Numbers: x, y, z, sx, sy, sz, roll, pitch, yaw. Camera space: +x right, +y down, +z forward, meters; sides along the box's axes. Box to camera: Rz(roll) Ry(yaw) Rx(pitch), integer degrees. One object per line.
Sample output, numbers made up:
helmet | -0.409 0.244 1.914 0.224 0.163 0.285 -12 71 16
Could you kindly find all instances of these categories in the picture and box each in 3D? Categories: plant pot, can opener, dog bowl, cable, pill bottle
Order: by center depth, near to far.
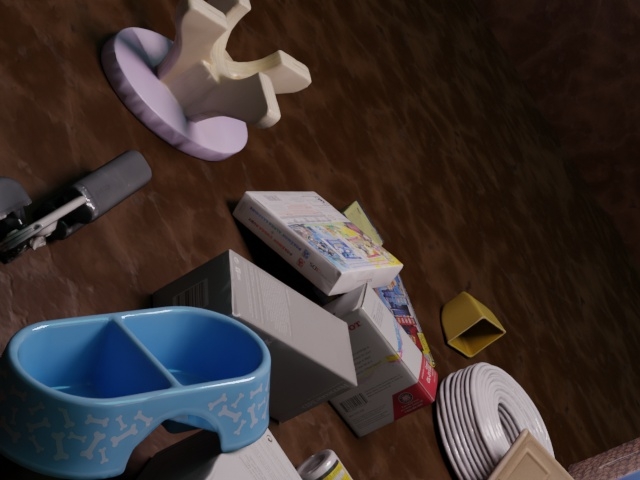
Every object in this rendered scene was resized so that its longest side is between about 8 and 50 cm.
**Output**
dog bowl | -0.172 0.132 1.150 0.297 0.074 0.166 -4 31 -41
can opener | -0.277 -0.055 1.309 0.095 0.076 0.283 58 24 -8
pill bottle | 0.020 0.319 1.491 0.116 0.065 0.065 56 25 -9
cable | 0.285 0.323 1.967 0.257 0.089 0.257 52 26 -19
plant pot | 0.258 0.138 2.130 0.081 0.081 0.083 34 25 -45

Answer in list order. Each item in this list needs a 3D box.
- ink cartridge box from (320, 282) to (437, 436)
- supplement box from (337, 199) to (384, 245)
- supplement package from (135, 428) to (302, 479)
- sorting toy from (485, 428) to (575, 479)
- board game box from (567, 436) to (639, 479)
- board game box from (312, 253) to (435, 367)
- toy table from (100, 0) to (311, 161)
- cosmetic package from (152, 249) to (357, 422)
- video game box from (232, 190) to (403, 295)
ink cartridge box | 0.058 0.162 1.657 0.175 0.127 0.072 53 25 -17
supplement box | 0.046 -0.007 1.898 0.083 0.056 0.083 58 25 -7
supplement package | -0.118 0.291 1.164 0.134 0.139 0.244 57 24 -10
sorting toy | 0.300 0.411 1.848 0.208 0.193 0.038 48 -16 -31
board game box | 0.616 0.518 2.227 0.291 0.232 0.141 57 25 -6
board game box | 0.074 0.110 1.826 0.194 0.060 0.194 11 55 -58
toy table | -0.145 -0.230 1.649 0.274 0.161 0.252 10 55 -58
cosmetic package | -0.075 0.119 1.453 0.238 0.127 0.107 35 35 -41
video game box | 0.000 0.000 1.728 0.187 0.048 0.205 38 18 21
